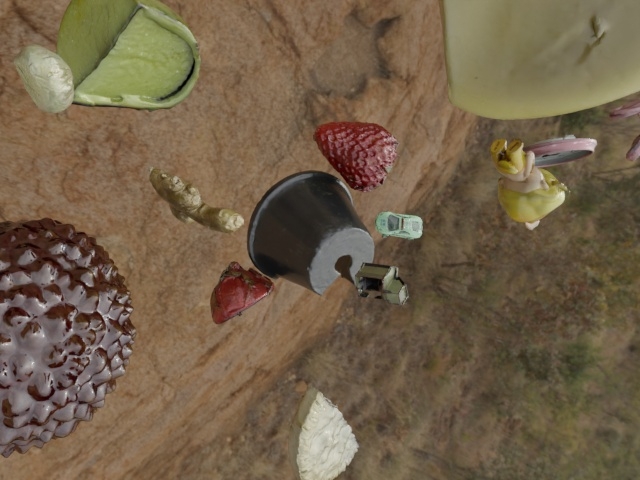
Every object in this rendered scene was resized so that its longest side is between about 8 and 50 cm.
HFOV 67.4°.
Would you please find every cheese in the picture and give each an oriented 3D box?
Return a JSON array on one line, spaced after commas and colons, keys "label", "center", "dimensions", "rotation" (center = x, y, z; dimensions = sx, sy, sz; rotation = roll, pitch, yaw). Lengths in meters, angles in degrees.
[{"label": "cheese", "center": [0.281, -0.258, 0.518], "dimensions": [0.128, 0.315, 0.260], "rotation": [-68, 150, -41]}]

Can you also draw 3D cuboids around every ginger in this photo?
[{"label": "ginger", "center": [-0.250, -0.073, 0.954], "dimensions": [0.059, 0.213, 0.133], "rotation": [-53, 147, -29]}]

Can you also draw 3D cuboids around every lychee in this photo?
[{"label": "lychee", "center": [-0.404, 0.118, 0.634], "dimensions": [0.305, 0.330, 0.306], "rotation": [-26, 145, -20]}]

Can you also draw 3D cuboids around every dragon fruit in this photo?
[{"label": "dragon fruit", "center": [-0.270, 0.149, 1.504], "dimensions": [0.218, 0.223, 0.148], "rotation": [-34, 95, -22]}]

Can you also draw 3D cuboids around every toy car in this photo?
[{"label": "toy car", "center": [0.276, -0.051, 1.668], "dimensions": [0.186, 0.058, 0.094], "rotation": [7, 83, -24]}]

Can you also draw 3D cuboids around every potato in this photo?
[{"label": "potato", "center": [-0.468, -0.494, 1.230], "dimensions": [0.330, 0.213, 0.280], "rotation": [-36, 158, 26]}]

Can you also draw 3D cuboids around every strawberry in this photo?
[{"label": "strawberry", "center": [0.092, -0.261, 1.398], "dimensions": [0.205, 0.244, 0.206], "rotation": [-157, -90, -83]}]

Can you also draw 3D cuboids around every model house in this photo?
[{"label": "model house", "center": [0.107, 0.069, 0.809], "dimensions": [0.058, 0.083, 0.057], "rotation": [-48, 132, -46]}]

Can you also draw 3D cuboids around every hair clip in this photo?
[{"label": "hair clip", "center": [0.643, -0.229, 0.915], "dimensions": [0.123, 0.138, 0.102], "rotation": [-37, 102, -49]}]

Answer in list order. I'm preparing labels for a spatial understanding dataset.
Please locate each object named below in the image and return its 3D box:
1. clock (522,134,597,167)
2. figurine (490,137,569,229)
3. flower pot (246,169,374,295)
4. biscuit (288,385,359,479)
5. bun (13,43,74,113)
[{"label": "clock", "center": [0.696, -0.269, 1.447], "dimensions": [0.244, 0.244, 0.056], "rotation": [0, 82, -52]}, {"label": "figurine", "center": [0.430, -0.119, 1.013], "dimensions": [0.246, 0.156, 0.131], "rotation": [39, 75, -37]}, {"label": "flower pot", "center": [0.000, 0.000, 1.407], "dimensions": [0.378, 0.251, 0.380], "rotation": [-16, 124, -25]}, {"label": "biscuit", "center": [0.006, 0.463, 1.081], "dimensions": [0.179, 0.084, 0.281], "rotation": [-58, 141, -26]}, {"label": "bun", "center": [-0.455, -0.272, 0.802], "dimensions": [0.069, 0.115, 0.115], "rotation": [-32, 127, -32]}]
